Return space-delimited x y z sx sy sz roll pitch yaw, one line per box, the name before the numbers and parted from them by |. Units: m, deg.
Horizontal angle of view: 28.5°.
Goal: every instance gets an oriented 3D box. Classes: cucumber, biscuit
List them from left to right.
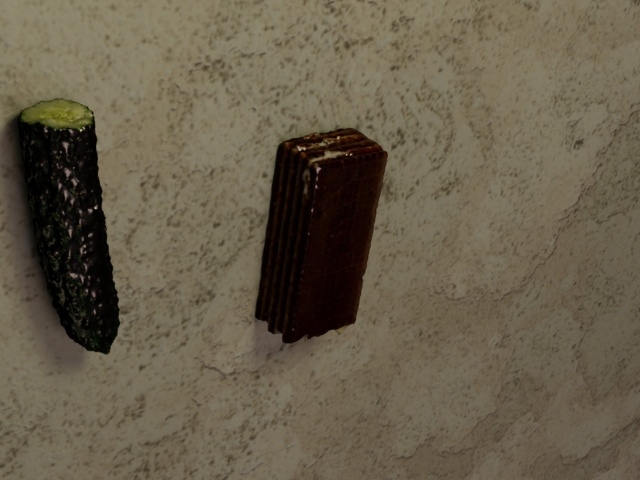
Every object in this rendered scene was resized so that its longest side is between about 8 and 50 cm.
cucumber | -0.231 0.002 1.186 0.072 0.072 0.300 -25 134 -29
biscuit | 0.000 0.000 1.406 0.106 0.070 0.252 -16 128 -35
